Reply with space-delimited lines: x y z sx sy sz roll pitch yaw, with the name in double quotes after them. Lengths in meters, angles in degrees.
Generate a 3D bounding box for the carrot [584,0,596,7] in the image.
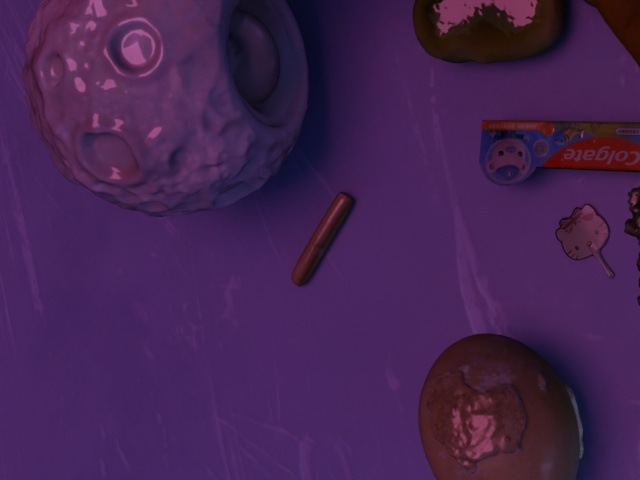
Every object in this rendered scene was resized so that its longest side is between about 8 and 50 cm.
0.225 -0.383 1.276 0.070 0.070 0.342 -39 63 31 "carrot"

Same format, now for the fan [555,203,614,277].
0.277 0.005 1.249 0.056 0.004 0.083 -42 64 30 "fan"

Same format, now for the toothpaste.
0.256 -0.087 1.246 0.193 0.044 0.070 6 93 39 "toothpaste"

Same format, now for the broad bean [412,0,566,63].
0.178 -0.249 1.302 0.174 0.082 0.124 -7 90 29 "broad bean"

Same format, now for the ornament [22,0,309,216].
-0.187 -0.193 1.424 0.337 0.337 0.337 -2 86 39 "ornament"

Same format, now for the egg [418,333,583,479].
0.178 0.192 1.219 0.164 0.164 0.201 -24 76 36 "egg"

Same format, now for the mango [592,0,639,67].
0.364 -0.239 1.076 0.253 0.182 0.365 -23 73 36 "mango"

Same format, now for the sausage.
0.000 0.000 1.463 0.024 0.024 0.132 43 113 32 "sausage"

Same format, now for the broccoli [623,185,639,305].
0.412 -0.010 0.940 0.272 0.324 0.334 45 124 32 "broccoli"
